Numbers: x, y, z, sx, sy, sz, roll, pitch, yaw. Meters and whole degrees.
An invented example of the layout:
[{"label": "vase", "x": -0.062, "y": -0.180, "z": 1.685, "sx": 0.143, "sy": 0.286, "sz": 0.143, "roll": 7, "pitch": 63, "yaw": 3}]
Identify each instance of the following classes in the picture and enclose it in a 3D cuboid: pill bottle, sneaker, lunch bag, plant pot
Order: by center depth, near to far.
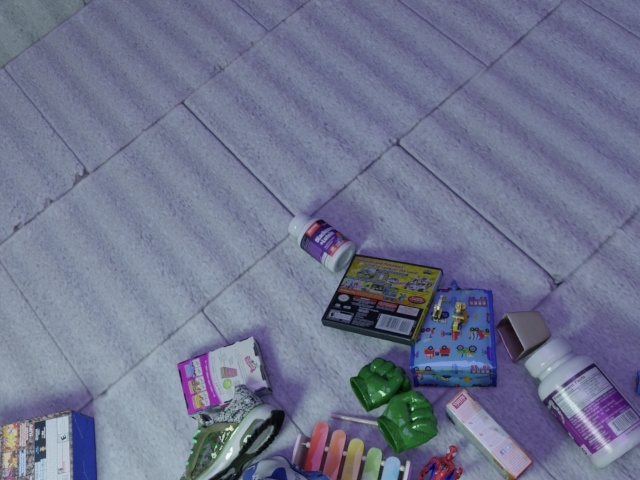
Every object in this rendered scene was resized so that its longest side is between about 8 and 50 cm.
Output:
[{"label": "sneaker", "x": -0.126, "y": 0.606, "z": 1.674, "sx": 0.315, "sy": 0.182, "sz": 0.128, "roll": -11, "pitch": 79, "yaw": 50}, {"label": "pill bottle", "x": 0.652, "y": 0.393, "z": 1.714, "sx": 0.169, "sy": 0.169, "sz": 0.302, "roll": -33, "pitch": 64, "yaw": -5}, {"label": "sneaker", "x": -0.284, "y": 0.549, "z": 1.831, "sx": 0.410, "sy": 0.158, "sz": 0.182, "roll": -44, "pitch": 57, "yaw": -4}, {"label": "plant pot", "x": 0.545, "y": 0.246, "z": 1.840, "sx": 0.096, "sy": 0.109, "sz": 0.109, "roll": -17, "pitch": 64, "yaw": -11}, {"label": "lunch bag", "x": 0.358, "y": 0.236, "z": 1.873, "sx": 0.220, "sy": 0.138, "sz": 0.293, "roll": -2, "pitch": 57, "yaw": 13}, {"label": "pill bottle", "x": 0.000, "y": 0.000, "z": 2.044, "sx": 0.193, "sy": 0.108, "sz": 0.108, "roll": 37, "pitch": 77, "yaw": 23}]

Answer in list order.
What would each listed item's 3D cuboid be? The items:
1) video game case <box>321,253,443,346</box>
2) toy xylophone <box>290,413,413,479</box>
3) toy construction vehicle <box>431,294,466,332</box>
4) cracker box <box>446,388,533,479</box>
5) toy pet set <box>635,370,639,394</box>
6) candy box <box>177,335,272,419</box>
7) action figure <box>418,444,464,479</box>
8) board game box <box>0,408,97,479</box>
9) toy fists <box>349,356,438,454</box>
[{"label": "video game case", "x": 0.173, "y": 0.158, "z": 1.920, "sx": 0.274, "sy": 0.035, "sz": 0.248, "roll": 9, "pitch": 52, "yaw": 28}, {"label": "toy xylophone", "x": 0.082, "y": 0.565, "z": 1.785, "sx": 0.322, "sy": 0.081, "sz": 0.236, "roll": 1, "pitch": 65, "yaw": 15}, {"label": "toy construction vehicle", "x": 0.342, "y": 0.190, "z": 1.830, "sx": 0.085, "sy": 0.035, "sz": 0.098, "roll": 10, "pitch": 48, "yaw": 26}, {"label": "cracker box", "x": 0.415, "y": 0.489, "z": 1.722, "sx": 0.067, "sy": 0.156, "sz": 0.232, "roll": -41, "pitch": 66, "yaw": -9}, {"label": "toy pet set", "x": 0.860, "y": 0.358, "z": 1.747, "sx": 0.114, "sy": 0.065, "sz": 0.122, "roll": 7, "pitch": 67, "yaw": 13}, {"label": "candy box", "x": -0.269, "y": 0.386, "z": 1.943, "sx": 0.233, "sy": 0.071, "sz": 0.159, "roll": -20, "pitch": 64, "yaw": 2}, {"label": "action figure", "x": 0.270, "y": 0.628, "z": 1.703, "sx": 0.091, "sy": 0.139, "sz": 0.280, "roll": 25, "pitch": 71, "yaw": 19}, {"label": "board game box", "x": -0.782, "y": 0.618, "z": 1.897, "sx": 0.290, "sy": 0.141, "sz": 0.232, "roll": -13, "pitch": 65, "yaw": 5}, {"label": "toy fists", "x": 0.195, "y": 0.415, "z": 1.798, "sx": 0.142, "sy": 0.096, "sz": 0.279, "roll": -23, "pitch": 41, "yaw": -16}]
